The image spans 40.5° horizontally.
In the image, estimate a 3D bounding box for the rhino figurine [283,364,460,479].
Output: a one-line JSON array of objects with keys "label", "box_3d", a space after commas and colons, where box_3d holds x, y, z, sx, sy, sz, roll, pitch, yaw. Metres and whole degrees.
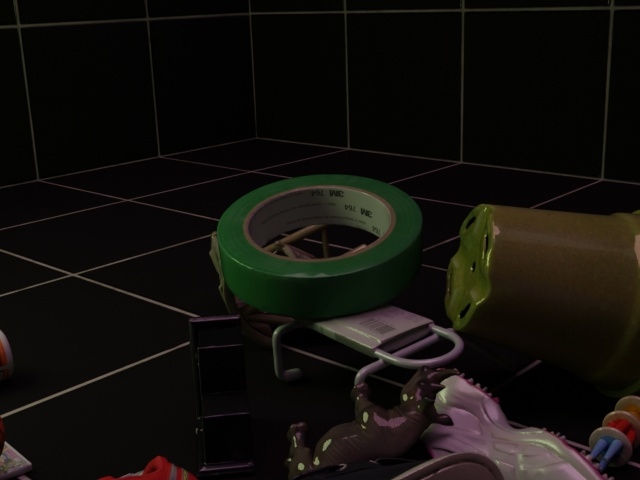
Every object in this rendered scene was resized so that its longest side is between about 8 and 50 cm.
[{"label": "rhino figurine", "box_3d": [0.060, 0.220, 0.995, 0.243, 0.073, 0.106, -34, 28, 5]}]

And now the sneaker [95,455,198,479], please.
[{"label": "sneaker", "box_3d": [-0.207, 0.291, 0.831, 0.118, 0.107, 0.279, 37, 18, 13]}]

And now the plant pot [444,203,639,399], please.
[{"label": "plant pot", "box_3d": [0.320, 0.063, 1.205, 0.254, 0.275, 0.276, 12, 14, -8]}]

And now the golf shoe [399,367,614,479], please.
[{"label": "golf shoe", "box_3d": [0.203, 0.265, 0.973, 0.140, 0.115, 0.306, -41, 37, -18]}]

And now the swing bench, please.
[{"label": "swing bench", "box_3d": [-0.057, 0.073, 1.539, 0.255, 0.165, 0.253, -10, 18, -8]}]

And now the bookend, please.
[{"label": "bookend", "box_3d": [-0.129, 0.196, 1.112, 0.073, 0.156, 0.157, -4, 17, -8]}]

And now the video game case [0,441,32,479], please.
[{"label": "video game case", "box_3d": [-0.436, 0.290, 1.082, 0.122, 0.011, 0.087, -16, 21, -40]}]

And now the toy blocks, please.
[{"label": "toy blocks", "box_3d": [0.397, 0.248, 1.052, 0.123, 0.054, 0.148, 9, 19, 34]}]

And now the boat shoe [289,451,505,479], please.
[{"label": "boat shoe", "box_3d": [0.013, 0.288, 0.863, 0.340, 0.127, 0.113, -18, -8, -16]}]

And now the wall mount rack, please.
[{"label": "wall mount rack", "box_3d": [0.110, 0.156, 1.298, 0.304, 0.130, 0.350, -17, 22, -33]}]

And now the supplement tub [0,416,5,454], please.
[{"label": "supplement tub", "box_3d": [-0.464, 0.241, 0.988, 0.117, 0.116, 0.190, 6, 6, 26]}]

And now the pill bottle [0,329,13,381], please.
[{"label": "pill bottle", "box_3d": [-0.552, 0.190, 1.309, 0.152, 0.086, 0.086, -15, 20, -39]}]

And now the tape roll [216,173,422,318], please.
[{"label": "tape roll", "box_3d": [0.000, 0.000, 1.367, 0.322, 0.077, 0.321, -3, 32, 2]}]

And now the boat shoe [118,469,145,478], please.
[{"label": "boat shoe", "box_3d": [-0.233, 0.301, 0.936, 0.063, 0.066, 0.184, -16, 14, 29]}]
